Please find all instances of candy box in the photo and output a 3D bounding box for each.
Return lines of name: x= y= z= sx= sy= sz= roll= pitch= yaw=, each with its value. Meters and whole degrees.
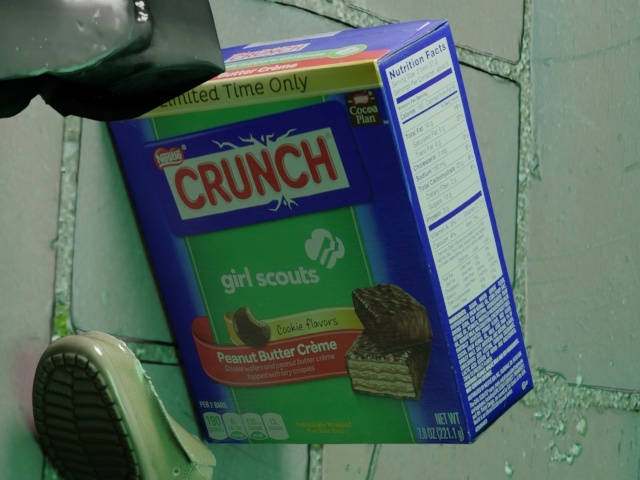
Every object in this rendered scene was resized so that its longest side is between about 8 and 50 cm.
candy box: x=0.000 y=0.000 z=1.512 sx=0.122 sy=0.268 sz=0.317 roll=-34 pitch=114 yaw=-52

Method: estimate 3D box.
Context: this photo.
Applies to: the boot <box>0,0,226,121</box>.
boot: x=-0.261 y=-0.296 z=1.202 sx=0.367 sy=0.146 sz=0.445 roll=-6 pitch=86 yaw=-33

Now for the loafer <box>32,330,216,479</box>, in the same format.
loafer: x=-0.141 y=0.169 z=1.468 sx=0.092 sy=0.102 sz=0.268 roll=-52 pitch=136 yaw=-41
